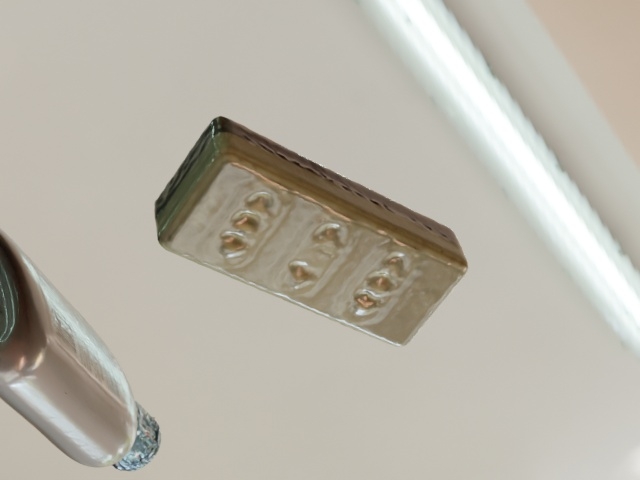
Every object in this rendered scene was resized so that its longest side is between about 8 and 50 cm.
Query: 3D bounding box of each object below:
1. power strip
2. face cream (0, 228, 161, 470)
[{"bbox_3d":[0.000,0.000,0.987,0.257,0.105,0.070,24,-151,-26],"label":"power strip"},{"bbox_3d":[-0.221,0.115,1.045,0.163,0.080,0.336,57,175,32],"label":"face cream"}]
